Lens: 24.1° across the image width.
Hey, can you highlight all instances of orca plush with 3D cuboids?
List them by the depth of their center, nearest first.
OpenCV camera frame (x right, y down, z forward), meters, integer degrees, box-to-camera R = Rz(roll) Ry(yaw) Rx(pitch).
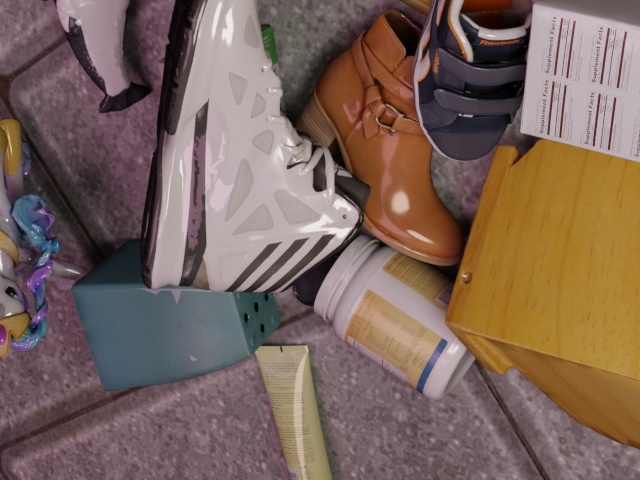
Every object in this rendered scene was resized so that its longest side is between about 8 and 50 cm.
[{"bbox_3d":[-0.293,-0.323,2.011,0.151,0.102,0.287,-26,116,-5],"label":"orca plush"}]

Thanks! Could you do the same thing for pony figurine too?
[{"bbox_3d":[-0.453,0.015,2.142,0.303,0.351,0.363,-15,76,-1],"label":"pony figurine"}]

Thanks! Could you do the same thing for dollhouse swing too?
[{"bbox_3d":[0.383,0.083,1.724,0.347,0.305,0.315,13,85,48],"label":"dollhouse swing"}]

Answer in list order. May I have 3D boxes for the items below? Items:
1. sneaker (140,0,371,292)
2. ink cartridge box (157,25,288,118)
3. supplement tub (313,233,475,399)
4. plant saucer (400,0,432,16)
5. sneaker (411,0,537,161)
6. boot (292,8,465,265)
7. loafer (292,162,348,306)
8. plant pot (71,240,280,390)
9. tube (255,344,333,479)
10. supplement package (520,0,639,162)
[{"bbox_3d":[-0.059,-0.140,1.766,0.258,0.169,0.447,6,114,-11],"label":"sneaker"},{"bbox_3d":[-0.115,-0.154,1.918,0.087,0.153,0.208,4,117,30],"label":"ink cartridge box"},{"bbox_3d":[0.107,0.094,1.910,0.200,0.144,0.144,33,128,15],"label":"supplement tub"},{"bbox_3d":[0.092,-0.422,1.689,0.333,0.081,0.332,33,127,15],"label":"plant saucer"},{"bbox_3d":[0.175,-0.206,1.649,0.126,0.127,0.321,-7,127,-11],"label":"sneaker"},{"bbox_3d":[0.116,-0.125,1.829,0.283,0.109,0.220,48,126,12],"label":"boot"},{"bbox_3d":[0.000,0.000,1.971,0.076,0.078,0.223,31,127,17],"label":"loafer"},{"bbox_3d":[-0.189,0.098,2.102,0.234,0.166,0.165,-4,112,26],"label":"plant pot"},{"bbox_3d":[-0.030,0.261,2.150,0.070,0.062,0.240,-15,104,-8],"label":"tube"},{"bbox_3d":[0.344,-0.186,1.573,0.203,0.194,0.149,17,122,25],"label":"supplement package"}]
